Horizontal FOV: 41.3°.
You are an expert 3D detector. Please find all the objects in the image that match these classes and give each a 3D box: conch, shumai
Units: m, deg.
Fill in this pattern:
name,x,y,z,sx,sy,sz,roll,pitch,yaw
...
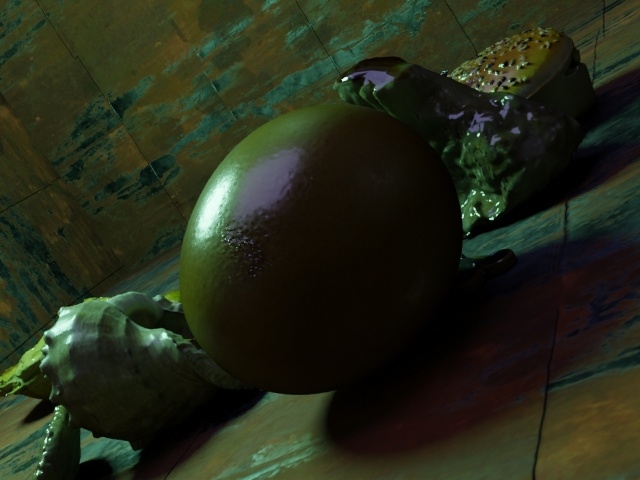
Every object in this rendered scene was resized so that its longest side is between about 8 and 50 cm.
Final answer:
name,x,y,z,sx,sy,sz,roll,pitch,yaw
conch,-0.228,0.172,1.176,0.263,0.324,0.186,-60,-17,-60
shumai,0.179,-0.169,1.198,0.217,0.283,0.346,-40,7,-18

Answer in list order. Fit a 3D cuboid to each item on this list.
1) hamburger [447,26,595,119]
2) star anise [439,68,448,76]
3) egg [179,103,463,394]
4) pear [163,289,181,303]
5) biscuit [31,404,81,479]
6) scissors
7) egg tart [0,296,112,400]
name,x,y,z,sx,sy,sz,roll,pitch,yaw
hamburger,0.311,-0.238,1.437,0.300,0.176,0.300,-32,11,7
star anise,0.126,-0.174,1.364,0.157,0.053,0.212,-35,-17,-48
egg,0.003,0.006,0.905,0.282,0.283,0.351,-23,15,46
pear,-0.256,0.159,1.431,0.104,0.141,0.141,-17,9,-3
biscuit,-0.357,0.292,1.168,0.038,0.141,0.290,7,4,-7
scissors,0.172,0.028,1.050,0.088,0.017,0.220,-34,9,-2
egg tart,-0.593,0.267,1.987,0.352,0.150,0.352,-38,7,5
